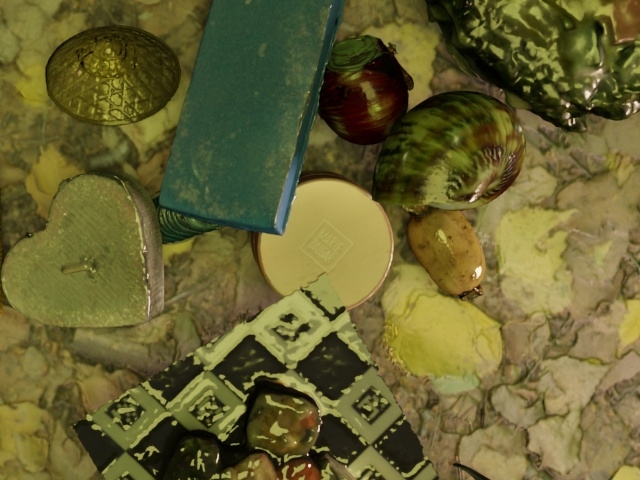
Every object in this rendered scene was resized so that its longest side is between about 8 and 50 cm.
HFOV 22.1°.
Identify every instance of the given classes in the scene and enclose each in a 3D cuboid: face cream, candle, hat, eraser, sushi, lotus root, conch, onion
[{"bbox_3d":[0.000,0.000,1.798,0.149,0.104,0.149,-1,98,-7],"label":"face cream"},{"bbox_3d":[-0.239,0.025,1.765,0.168,0.068,0.192,44,106,1],"label":"candle"},{"bbox_3d":[-0.226,-0.197,1.772,0.146,0.067,0.146,-6,139,-5],"label":"hat"},{"bbox_3d":[-0.069,-0.168,1.741,0.144,0.042,0.312,12,83,20],"label":"eraser"},{"bbox_3d":[0.269,-0.281,1.760,0.352,0.178,0.294,44,92,-9],"label":"sushi"},{"bbox_3d":[-0.049,0.261,1.744,0.320,0.069,0.339,-29,101,-1],"label":"sushi"},{"bbox_3d":[0.139,0.003,1.837,0.072,0.063,0.152,-35,101,8],"label":"lotus root"},{"bbox_3d":[0.130,-0.093,1.754,0.187,0.181,0.124,-10,87,-16],"label":"conch"},{"bbox_3d":[0.048,-0.159,1.780,0.118,0.117,0.119,2,120,4],"label":"onion"}]

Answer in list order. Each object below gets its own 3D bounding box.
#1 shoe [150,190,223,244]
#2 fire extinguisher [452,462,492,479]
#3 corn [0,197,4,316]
[{"bbox_3d":[-0.135,-0.033,1.795,0.143,0.071,0.064,-19,99,3],"label":"shoe"},{"bbox_3d":[0.183,0.372,1.890,0.099,0.071,0.231,1,97,21],"label":"fire extinguisher"},{"bbox_3d":[-0.379,0.001,1.771,0.072,0.072,0.203,-2,96,-7],"label":"corn"}]
